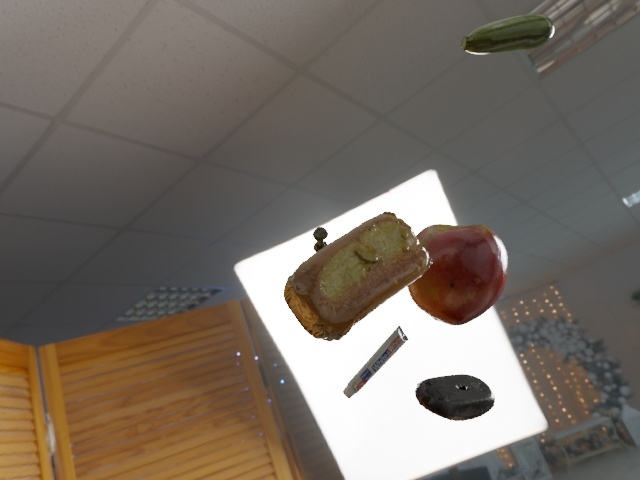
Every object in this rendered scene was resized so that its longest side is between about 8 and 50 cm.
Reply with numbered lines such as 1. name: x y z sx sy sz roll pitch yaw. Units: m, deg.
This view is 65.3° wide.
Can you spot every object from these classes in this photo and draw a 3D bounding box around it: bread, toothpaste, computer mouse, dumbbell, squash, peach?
1. bread: 0.069 0.065 0.935 0.288 0.152 0.119 -31 -9 -29
2. toothpaste: 0.134 0.296 1.214 0.218 0.052 0.033 -42 18 -23
3. computer mouse: 0.478 0.565 1.781 0.324 0.183 0.116 4 -72 -28
4. dumbbell: 0.000 0.000 1.645 0.052 0.046 0.118 -41 -19 -18
5. squash: 0.357 -0.390 0.954 0.201 0.066 0.066 -16 -22 -15
6. peach: 0.488 0.121 1.816 0.389 0.387 0.388 -19 -21 -7
